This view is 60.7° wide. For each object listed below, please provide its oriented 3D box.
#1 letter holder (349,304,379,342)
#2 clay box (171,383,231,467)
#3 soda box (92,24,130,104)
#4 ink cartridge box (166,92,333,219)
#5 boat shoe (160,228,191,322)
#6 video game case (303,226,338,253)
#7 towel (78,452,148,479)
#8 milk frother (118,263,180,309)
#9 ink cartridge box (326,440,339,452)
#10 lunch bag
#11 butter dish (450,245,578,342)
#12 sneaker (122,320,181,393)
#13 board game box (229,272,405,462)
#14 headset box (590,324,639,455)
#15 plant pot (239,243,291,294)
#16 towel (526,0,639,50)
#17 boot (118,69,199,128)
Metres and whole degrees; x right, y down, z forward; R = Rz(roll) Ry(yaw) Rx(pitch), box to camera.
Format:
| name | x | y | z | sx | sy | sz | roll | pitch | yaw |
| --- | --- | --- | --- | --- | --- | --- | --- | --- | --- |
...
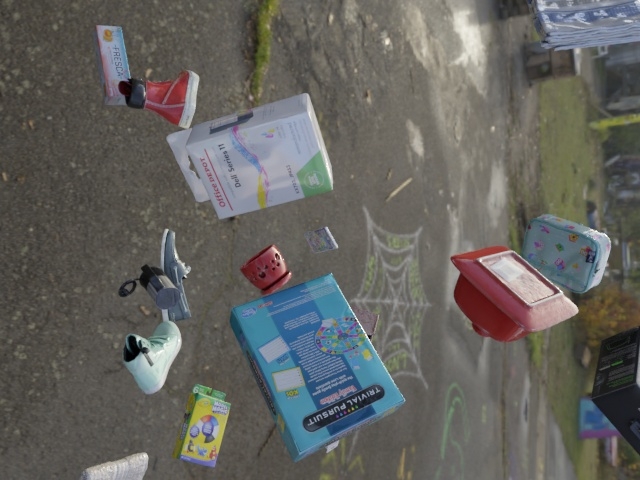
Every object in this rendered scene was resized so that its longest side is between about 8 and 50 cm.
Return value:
| name | x | y | z | sx | sy | sz | roll | pitch | yaw |
| --- | --- | --- | --- | --- | --- | --- | --- | --- | --- |
| letter holder | 0.042 | 0.349 | 2.041 | 0.214 | 0.301 | 0.152 | -65 | 170 | -54 |
| clay box | -0.357 | 0.564 | 1.674 | 0.127 | 0.053 | 0.222 | 31 | 60 | -34 |
| soda box | -0.510 | -0.429 | 1.343 | 0.062 | 0.058 | 0.183 | -9 | 85 | -32 |
| ink cartridge box | -0.167 | -0.180 | 1.255 | 0.119 | 0.353 | 0.207 | -92 | 165 | -54 |
| boat shoe | -0.494 | 0.119 | 1.869 | 0.116 | 0.098 | 0.320 | 143 | -55 | -76 |
| video game case | 0.000 | 0.000 | 1.973 | 0.011 | 0.122 | 0.087 | -41 | 108 | -40 |
| towel | -0.558 | 0.676 | 1.376 | 0.187 | 0.049 | 0.283 | 9 | 107 | -58 |
| milk frother | -0.544 | 0.163 | 1.730 | 0.143 | 0.134 | 0.129 | -49 | 139 | -4 |
| ink cartridge box | 0.031 | 0.561 | 1.559 | 0.048 | 0.028 | 0.083 | -19 | 131 | -39 |
| lunch bag | 0.839 | 0.049 | 1.888 | 0.107 | 0.279 | 0.224 | -13 | 120 | -36 |
| butter dish | 0.268 | 0.096 | 0.820 | 0.160 | 0.160 | 0.118 | -9 | 136 | -41 |
| sneaker | -0.479 | 0.288 | 1.556 | 0.256 | 0.094 | 0.151 | -91 | 163 | -55 |
| board game box | -0.015 | 0.261 | 1.187 | 0.253 | 0.079 | 0.336 | -18 | 62 | -24 |
| headset box | 0.863 | 0.413 | 1.448 | 0.246 | 0.131 | 0.283 | 48 | 41 | -1 |
| plant pot | -0.239 | 0.139 | 2.444 | 0.174 | 0.191 | 0.191 | 56 | 37 | -6 |
| towel | 0.527 | -0.455 | 1.081 | 0.285 | 0.209 | 0.034 | -78 | 161 | -47 |
| boot | -0.395 | -0.376 | 1.339 | 0.176 | 0.088 | 0.244 | 16 | 33 | -21 |
